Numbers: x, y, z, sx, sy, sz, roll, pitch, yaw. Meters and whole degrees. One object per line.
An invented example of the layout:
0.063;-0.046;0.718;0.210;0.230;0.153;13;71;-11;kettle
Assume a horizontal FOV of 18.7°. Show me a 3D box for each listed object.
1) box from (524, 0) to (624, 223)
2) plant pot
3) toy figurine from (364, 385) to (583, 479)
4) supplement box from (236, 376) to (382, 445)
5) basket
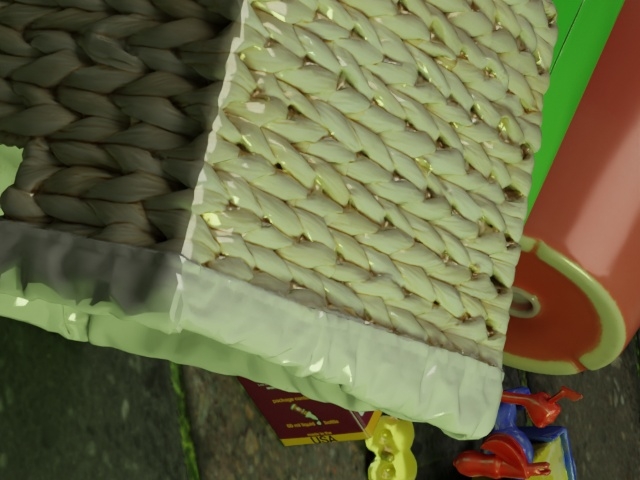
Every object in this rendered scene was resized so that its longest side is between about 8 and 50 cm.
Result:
0.069;-0.163;1.355;0.127;0.231;0.262;28;84;-57;box
0.191;-0.044;1.551;0.275;0.275;0.243;51;52;-36;plant pot
0.192;0.248;1.587;0.217;0.191;0.362;-32;110;-60;toy figurine
-0.021;0.048;1.402;0.188;0.081;0.104;57;40;-31;supplement box
-0.079;-0.067;1.071;0.331;0.328;0.266;26;77;-54;basket
